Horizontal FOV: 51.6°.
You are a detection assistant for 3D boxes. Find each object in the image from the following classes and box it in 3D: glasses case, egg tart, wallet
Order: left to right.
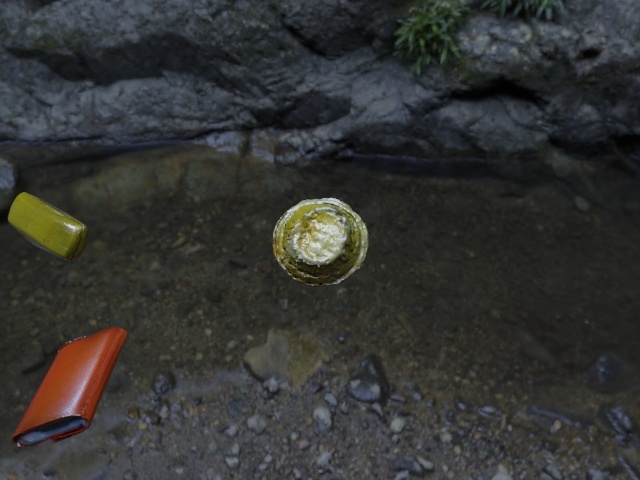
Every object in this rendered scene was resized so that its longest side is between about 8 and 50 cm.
[{"bbox_3d":[-0.510,-0.026,1.233,0.234,0.079,0.064,23,3,37],"label":"glasses case"},{"bbox_3d":[-0.402,0.235,1.076,0.142,0.045,0.204,-21,30,15],"label":"wallet"},{"bbox_3d":[0.000,0.000,1.282,0.191,0.074,0.191,0,80,-1],"label":"egg tart"}]
